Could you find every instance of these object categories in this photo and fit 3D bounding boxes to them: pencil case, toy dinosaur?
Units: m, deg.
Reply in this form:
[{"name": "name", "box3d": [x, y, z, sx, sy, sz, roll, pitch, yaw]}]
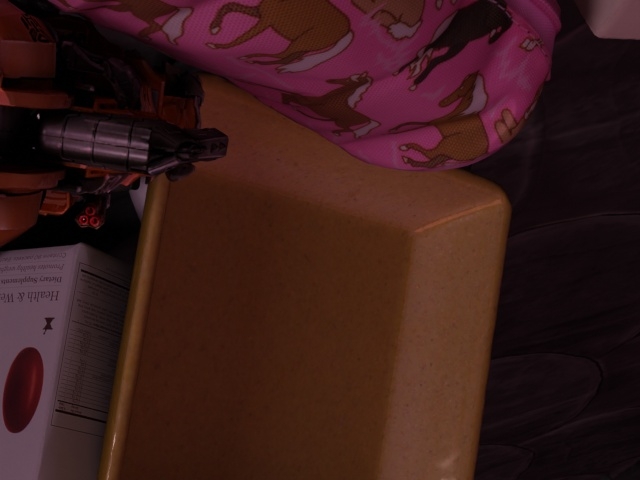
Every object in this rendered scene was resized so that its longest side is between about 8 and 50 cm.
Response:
[{"name": "pencil case", "box3d": [-0.023, -0.139, 0.445, 0.160, 0.167, 0.386, -51, 152, 12]}, {"name": "toy dinosaur", "box3d": [-0.160, -0.061, 0.400, 0.219, 0.164, 0.322, 13, 170, 15]}]

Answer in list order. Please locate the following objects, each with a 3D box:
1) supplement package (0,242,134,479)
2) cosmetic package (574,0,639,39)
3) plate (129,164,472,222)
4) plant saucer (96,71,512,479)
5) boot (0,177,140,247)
[{"name": "supplement package", "box3d": [-0.208, 0.124, 0.726, 0.194, 0.203, 0.149, -5, 159, 30]}, {"name": "cosmetic package", "box3d": [0.251, -0.245, 0.509, 0.160, 0.113, 0.309, -5, 148, -23]}, {"name": "plate", "box3d": [0.000, 0.000, 0.856, 0.277, 0.045, 0.278, -15, 151, -8]}, {"name": "plant saucer", "box3d": [-0.015, 0.091, 0.706, 0.081, 0.332, 0.333, 2, 171, 45]}, {"name": "boot", "box3d": [-0.205, -0.079, 0.594, 0.161, 0.083, 0.246, -29, 151, -5]}]
